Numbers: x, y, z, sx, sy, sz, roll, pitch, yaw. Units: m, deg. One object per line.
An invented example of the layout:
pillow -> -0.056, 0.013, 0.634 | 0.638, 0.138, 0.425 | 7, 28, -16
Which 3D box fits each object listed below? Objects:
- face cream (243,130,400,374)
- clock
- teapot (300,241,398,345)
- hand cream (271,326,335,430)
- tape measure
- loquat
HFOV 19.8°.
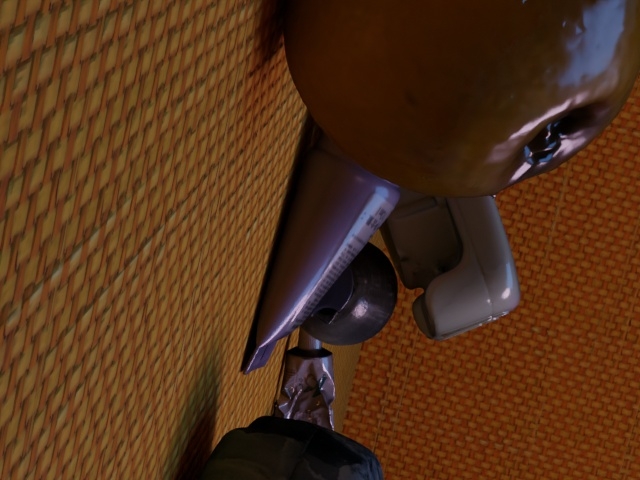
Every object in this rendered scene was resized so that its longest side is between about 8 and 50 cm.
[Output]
face cream -> 0.000, 0.000, 1.699 | 0.274, 0.096, 0.154 | -63, 178, 1
clock -> 0.100, -0.062, 1.857 | 0.265, 0.108, 0.324 | 67, 3, -84
teapot -> 0.019, 0.029, 1.813 | 0.108, 0.111, 0.149 | 21, 88, -73
hand cream -> -0.020, 0.210, 2.069 | 0.050, 0.084, 0.257 | -85, -177, -69
tape measure -> -0.052, 0.275, 1.454 | 0.256, 0.147, 0.275 | -32, 140, -79
loquat -> 0.106, -0.173, 1.318 | 0.275, 0.275, 0.275 | 14, 90, -85
